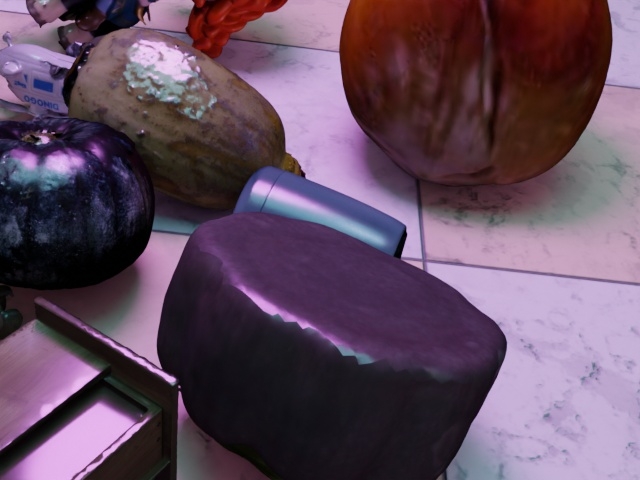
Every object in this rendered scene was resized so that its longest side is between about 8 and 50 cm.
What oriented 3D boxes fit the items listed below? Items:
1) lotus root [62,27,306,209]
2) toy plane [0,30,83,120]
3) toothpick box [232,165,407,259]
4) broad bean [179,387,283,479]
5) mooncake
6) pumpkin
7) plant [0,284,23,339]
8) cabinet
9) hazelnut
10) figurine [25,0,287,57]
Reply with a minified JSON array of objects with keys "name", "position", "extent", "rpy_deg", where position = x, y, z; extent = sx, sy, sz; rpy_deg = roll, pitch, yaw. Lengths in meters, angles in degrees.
[{"name":"lotus root","position":[-0.154,-0.136,1.105],"extent":[0.309,0.173,0.173],"rpy_deg":[25,38,-9]},{"name":"toy plane","position":[-0.307,-0.185,1.194],"extent":[0.273,0.107,0.182],"rpy_deg":[27,34,23]},{"name":"toothpick box","position":[0.000,0.000,1.019],"extent":[0.184,0.120,0.120],"rpy_deg":[19,40,8]},{"name":"broad bean","position":[-0.026,0.193,0.833],"extent":[0.254,0.047,0.065],"rpy_deg":[25,35,17]},{"name":"mooncake","position":[0.007,0.095,0.825],"extent":[0.306,0.154,0.306],"rpy_deg":[18,20,-7]},{"name":"pumpkin","position":[-0.287,-0.041,0.964],"extent":[0.233,0.163,0.233],"rpy_deg":[3,17,-1]},{"name":"plant","position":[-0.351,0.095,0.871],"extent":[0.085,0.087,0.174],"rpy_deg":[54,44,-2]},{"name":"cabinet","position":[-0.214,0.187,0.669],"extent":[0.148,0.215,0.175],"rpy_deg":[27,42,22]},{"name":"hazelnut","position":[0.199,-0.239,1.211],"extent":[0.372,0.315,0.373],"rpy_deg":[1,70,-3]},{"name":"figurine","position":[-0.226,-0.404,1.324],"extent":[0.411,0.306,0.241],"rpy_deg":[-7,51,-17]}]
